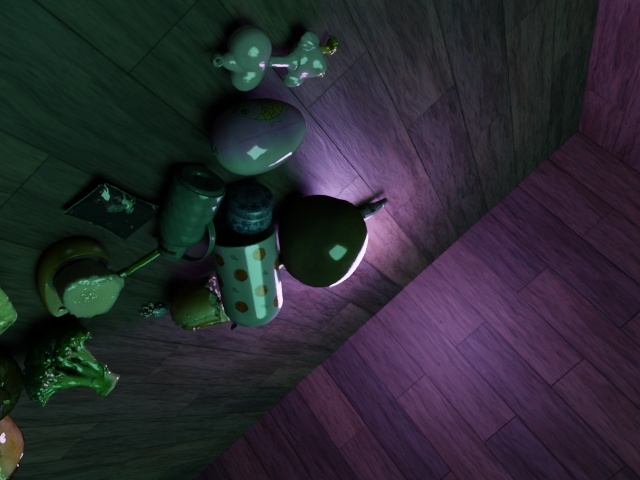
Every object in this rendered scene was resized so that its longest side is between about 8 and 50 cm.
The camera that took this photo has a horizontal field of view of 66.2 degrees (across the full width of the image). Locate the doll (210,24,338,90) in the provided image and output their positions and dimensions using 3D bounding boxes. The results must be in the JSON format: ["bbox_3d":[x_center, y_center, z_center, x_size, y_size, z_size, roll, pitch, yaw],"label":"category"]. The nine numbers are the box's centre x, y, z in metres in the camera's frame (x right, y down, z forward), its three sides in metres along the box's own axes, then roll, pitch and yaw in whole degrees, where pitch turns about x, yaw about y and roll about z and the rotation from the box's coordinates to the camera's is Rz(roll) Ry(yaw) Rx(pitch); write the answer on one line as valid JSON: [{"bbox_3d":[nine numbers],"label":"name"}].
[{"bbox_3d":[-0.105,-0.448,1.218,0.365,0.094,0.160,-15,151,-38],"label":"doll"}]

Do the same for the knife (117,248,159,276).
[{"bbox_3d":[-0.566,0.080,1.497,0.184,0.022,0.026,-34,178,-11],"label":"knife"}]

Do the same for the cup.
[{"bbox_3d":[-0.236,0.116,1.622,0.212,0.212,0.317,-21,119,-32],"label":"cup"}]

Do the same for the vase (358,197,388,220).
[{"bbox_3d":[0.205,-0.125,2.111,0.212,0.060,0.059,-29,150,-19],"label":"vase"}]

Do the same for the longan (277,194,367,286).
[{"bbox_3d":[0.000,0.000,1.792,0.361,0.361,0.360,-30,151,-19],"label":"longan"}]

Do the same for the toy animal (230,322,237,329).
[{"bbox_3d":[-0.268,0.153,1.837,0.195,0.091,0.323,-15,117,-62],"label":"toy animal"}]

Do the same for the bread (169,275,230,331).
[{"bbox_3d":[-0.425,0.228,1.727,0.192,0.171,0.314,-17,169,3],"label":"bread"}]

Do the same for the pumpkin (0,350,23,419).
[{"bbox_3d":[-0.914,0.410,1.342,0.219,0.163,0.218,9,90,-80],"label":"pumpkin"}]

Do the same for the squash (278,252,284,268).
[{"bbox_3d":[-0.168,0.086,1.873,0.066,0.066,0.252,-47,177,12],"label":"squash"}]

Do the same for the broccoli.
[{"bbox_3d":[-0.745,0.385,1.474,0.254,0.269,0.269,-63,156,-15],"label":"broccoli"}]

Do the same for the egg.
[{"bbox_3d":[-0.162,-0.277,1.298,0.271,0.196,0.196,-32,155,-45],"label":"egg"}]

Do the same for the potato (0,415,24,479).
[{"bbox_3d":[-1.016,0.575,1.428,0.243,0.285,0.242,-18,129,-24],"label":"potato"}]

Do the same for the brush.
[{"bbox_3d":[-0.655,0.134,1.315,0.174,0.166,0.266,0,135,-51],"label":"brush"}]

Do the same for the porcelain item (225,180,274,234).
[{"bbox_3d":[-0.220,-0.104,1.521,0.147,0.147,0.114,-22,147,-32],"label":"porcelain item"}]

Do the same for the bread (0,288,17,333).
[{"bbox_3d":[-0.918,0.209,1.142,0.346,0.242,0.405,-34,-168,-33],"label":"bread"}]

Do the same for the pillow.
[{"bbox_3d":[-0.532,-0.076,1.273,0.141,0.055,0.208,-38,153,6],"label":"pillow"}]

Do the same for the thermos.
[{"bbox_3d":[-0.367,-0.056,1.384,0.286,0.182,0.145,-59,173,31],"label":"thermos"}]

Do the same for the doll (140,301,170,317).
[{"bbox_3d":[-0.571,0.244,1.714,0.114,0.039,0.057,9,83,-46],"label":"doll"}]
